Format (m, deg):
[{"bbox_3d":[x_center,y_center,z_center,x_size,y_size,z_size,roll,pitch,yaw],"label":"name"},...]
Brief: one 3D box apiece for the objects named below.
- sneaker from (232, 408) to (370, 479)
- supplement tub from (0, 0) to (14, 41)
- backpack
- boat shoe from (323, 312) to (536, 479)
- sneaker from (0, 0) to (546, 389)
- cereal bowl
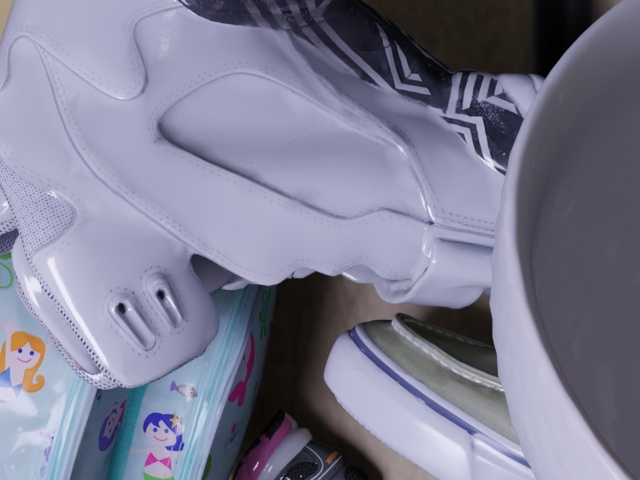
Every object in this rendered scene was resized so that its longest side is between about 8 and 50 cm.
[{"bbox_3d":[-0.022,0.187,1.096,0.077,0.072,0.178,26,123,15],"label":"sneaker"},{"bbox_3d":[-0.152,-0.257,0.950,0.241,0.241,0.331,46,124,15],"label":"supplement tub"},{"bbox_3d":[-0.130,0.074,1.024,0.191,0.253,0.225,19,114,7],"label":"backpack"},{"bbox_3d":[0.147,0.097,0.944,0.302,0.109,0.094,25,101,17],"label":"boat shoe"},{"bbox_3d":[0.000,0.000,0.868,0.365,0.137,0.210,33,80,-8],"label":"sneaker"},{"bbox_3d":[0.224,0.046,0.744,0.339,0.339,0.141,38,147,20],"label":"cereal bowl"}]
